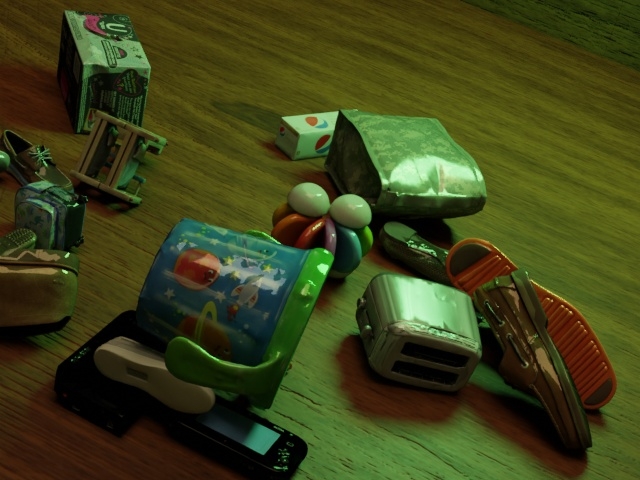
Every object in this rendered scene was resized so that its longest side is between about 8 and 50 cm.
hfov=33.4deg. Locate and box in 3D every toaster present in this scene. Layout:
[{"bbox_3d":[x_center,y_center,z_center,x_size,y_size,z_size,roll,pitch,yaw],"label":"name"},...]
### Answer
[{"bbox_3d":[0.168,0.153,1.726,0.227,0.129,0.146,16,34,-15],"label":"toaster"}]

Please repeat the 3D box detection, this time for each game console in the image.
[{"bbox_3d":[-0.183,0.228,1.515,0.361,0.044,0.213,25,32,12],"label":"game console"}]

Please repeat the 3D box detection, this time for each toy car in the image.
[{"bbox_3d":[0.000,0.000,1.851,0.182,0.159,0.136,15,33,-4],"label":"toy car"}]

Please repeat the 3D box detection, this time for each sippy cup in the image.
[{"bbox_3d":[-0.126,0.085,1.482,0.224,0.240,0.305,24,-7,2],"label":"sippy cup"}]

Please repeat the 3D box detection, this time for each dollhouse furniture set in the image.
[{"bbox_3d":[-0.350,-0.146,1.985,0.129,0.129,0.184,25,2,11],"label":"dollhouse furniture set"}]

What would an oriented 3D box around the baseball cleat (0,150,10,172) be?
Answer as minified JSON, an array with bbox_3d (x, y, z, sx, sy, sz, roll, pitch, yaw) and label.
[{"bbox_3d":[-0.631,-0.109,1.825,0.206,0.072,0.109,-3,53,-27],"label":"baseball cleat"}]

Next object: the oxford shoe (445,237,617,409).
[{"bbox_3d":[0.370,0.139,1.838,0.363,0.130,0.133,50,6,18],"label":"oxford shoe"}]

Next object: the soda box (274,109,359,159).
[{"bbox_3d":[0.011,-0.230,2.307,0.216,0.069,0.074,-12,41,-38],"label":"soda box"}]

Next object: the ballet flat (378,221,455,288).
[{"bbox_3d":[0.215,0.049,1.987,0.250,0.058,0.084,31,37,13],"label":"ballet flat"}]

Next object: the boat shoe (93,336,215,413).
[{"bbox_3d":[-0.222,0.182,1.478,0.184,0.066,0.063,15,31,17],"label":"boat shoe"}]

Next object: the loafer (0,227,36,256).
[{"bbox_3d":[-0.507,0.034,1.663,0.148,0.050,0.056,-28,49,-30],"label":"loafer"}]

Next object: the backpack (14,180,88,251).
[{"bbox_3d":[-0.452,-0.041,1.751,0.114,0.105,0.084,27,31,25],"label":"backpack"}]

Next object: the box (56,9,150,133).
[{"bbox_3d":[-0.443,-0.345,2.177,0.142,0.163,0.247,-1,36,-24],"label":"box"}]

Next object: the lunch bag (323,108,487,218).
[{"bbox_3d":[0.170,-0.131,2.133,0.235,0.169,0.287,3,30,-22],"label":"lunch bag"}]

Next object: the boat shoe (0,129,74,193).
[{"bbox_3d":[-0.514,-0.137,1.908,0.183,0.066,0.066,29,34,19],"label":"boat shoe"}]

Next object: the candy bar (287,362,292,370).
[{"bbox_3d":[-0.086,0.200,1.593,0.040,0.018,0.161,35,20,12],"label":"candy bar"}]

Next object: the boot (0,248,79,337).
[{"bbox_3d":[-0.507,0.078,1.545,0.305,0.112,0.115,0,69,-6],"label":"boot"}]

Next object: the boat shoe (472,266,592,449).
[{"bbox_3d":[0.339,0.200,1.717,0.104,0.111,0.307,-23,67,10],"label":"boat shoe"}]
